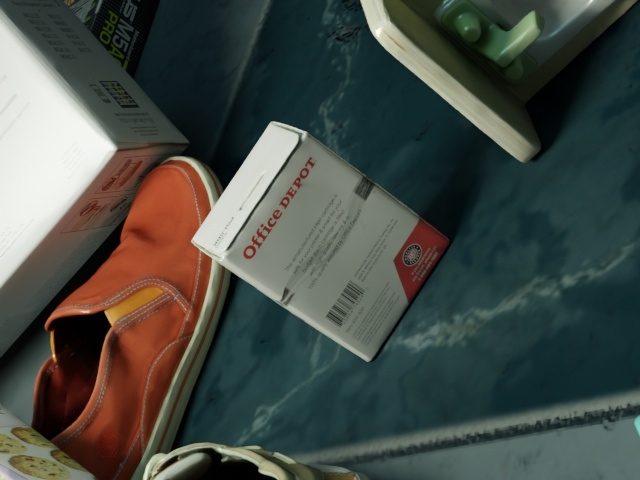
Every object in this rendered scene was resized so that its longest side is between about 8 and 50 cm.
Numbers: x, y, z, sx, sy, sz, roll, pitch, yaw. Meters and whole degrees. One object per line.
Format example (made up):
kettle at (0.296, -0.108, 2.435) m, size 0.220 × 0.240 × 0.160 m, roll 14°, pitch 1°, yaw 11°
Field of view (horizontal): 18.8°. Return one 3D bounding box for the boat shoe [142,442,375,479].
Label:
boat shoe at (-0.068, 0.173, 1.204) m, size 0.302 × 0.103 × 0.113 m, roll -16°, pitch 49°, yaw 50°

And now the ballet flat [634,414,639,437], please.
ballet flat at (0.237, 0.165, 0.760) m, size 0.139 × 0.139 × 0.400 m, roll -44°, pitch 30°, yaw 18°

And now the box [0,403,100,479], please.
box at (-0.207, 0.162, 1.266) m, size 0.324 × 0.067 × 0.063 m, roll 21°, pitch 103°, yaw 61°

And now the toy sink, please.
toy sink at (0.112, -0.191, 1.279) m, size 0.131 × 0.153 × 0.234 m, roll -42°, pitch 30°, yaw 20°

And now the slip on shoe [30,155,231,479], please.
slip on shoe at (-0.148, 0.063, 1.447) m, size 0.123 × 0.101 × 0.331 m, roll -25°, pitch 39°, yaw 44°

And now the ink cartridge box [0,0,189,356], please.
ink cartridge box at (-0.313, -0.067, 1.598) m, size 0.309 × 0.272 × 0.130 m, roll -46°, pitch -13°, yaw 20°

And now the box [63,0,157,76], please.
box at (-0.282, -0.143, 1.905) m, size 0.270 × 0.060 × 0.216 m, roll -25°, pitch 41°, yaw 42°

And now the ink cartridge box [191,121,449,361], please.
ink cartridge box at (0.000, 0.000, 1.256) m, size 0.099 × 0.135 × 0.056 m, roll -56°, pitch 28°, yaw -4°
